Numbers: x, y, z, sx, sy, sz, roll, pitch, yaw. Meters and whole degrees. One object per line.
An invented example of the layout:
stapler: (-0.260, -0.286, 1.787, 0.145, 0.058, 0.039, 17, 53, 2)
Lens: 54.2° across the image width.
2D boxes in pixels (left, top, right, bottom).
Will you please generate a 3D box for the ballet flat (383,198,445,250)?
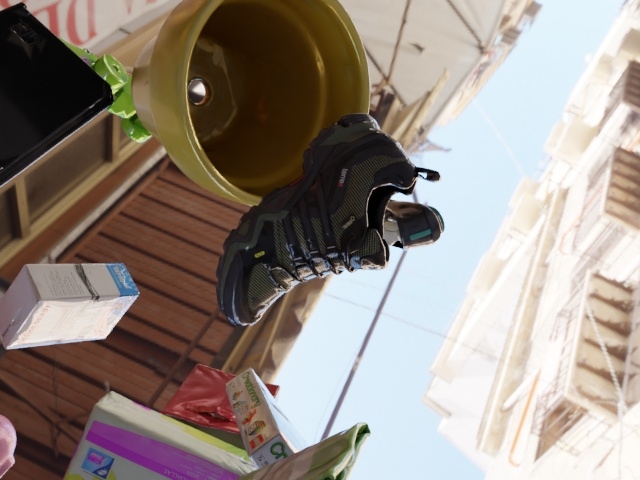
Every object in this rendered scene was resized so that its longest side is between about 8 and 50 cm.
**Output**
ballet flat: (0.073, -0.021, 0.792, 0.074, 0.074, 0.203, -5, -172, -24)

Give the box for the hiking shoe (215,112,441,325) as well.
hiking shoe: (0.000, 0.000, 0.550, 0.114, 0.227, 0.086, 42, -171, 27)

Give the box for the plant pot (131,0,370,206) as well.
plant pot: (-0.108, -0.181, 0.764, 0.254, 0.254, 0.239, -19, -157, -33)

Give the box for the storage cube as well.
storage cube: (-0.198, 0.380, 1.198, 0.184, 0.215, 0.193, 13, -162, 6)

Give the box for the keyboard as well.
keyboard: (-0.323, -0.108, 0.473, 0.201, 0.033, 0.317, 43, -138, -11)

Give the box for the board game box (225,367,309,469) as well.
board game box: (-0.023, 0.345, 0.901, 0.053, 0.305, 0.193, -34, -158, -7)

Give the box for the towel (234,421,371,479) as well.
towel: (-0.046, 0.158, 0.391, 0.023, 0.152, 0.113, 63, -168, 4)

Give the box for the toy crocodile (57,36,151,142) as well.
toy crocodile: (-0.391, -0.289, 1.224, 0.340, 0.115, 0.105, 25, -143, -51)

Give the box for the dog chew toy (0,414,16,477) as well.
dog chew toy: (-0.671, 0.293, 1.078, 0.332, 0.206, 0.206, 43, -136, -8)

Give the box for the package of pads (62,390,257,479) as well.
package of pads: (-0.262, 0.412, 1.002, 0.296, 0.229, 0.101, 24, -178, -1)

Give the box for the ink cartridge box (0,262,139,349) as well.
ink cartridge box: (-0.465, 0.117, 1.149, 0.203, 0.148, 0.086, 4, -134, -54)
